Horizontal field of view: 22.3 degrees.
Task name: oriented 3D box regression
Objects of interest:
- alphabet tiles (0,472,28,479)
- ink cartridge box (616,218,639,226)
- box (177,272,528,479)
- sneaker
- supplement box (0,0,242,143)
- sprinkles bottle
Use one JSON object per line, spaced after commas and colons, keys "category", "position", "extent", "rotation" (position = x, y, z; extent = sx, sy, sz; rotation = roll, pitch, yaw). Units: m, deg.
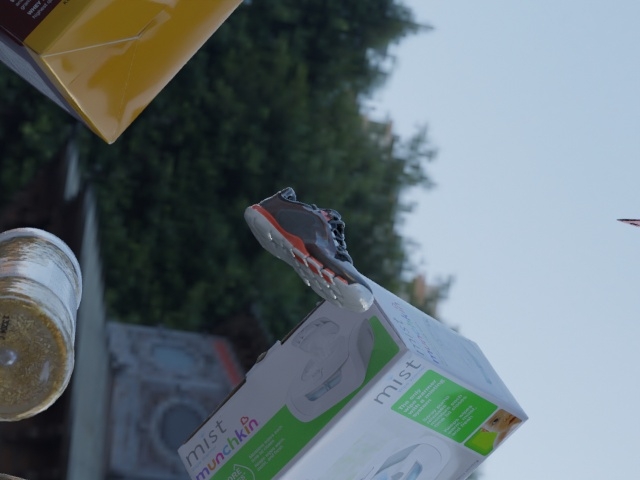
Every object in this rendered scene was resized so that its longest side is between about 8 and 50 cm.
{"category": "alphabet tiles", "position": [-0.418, 0.345, 1.869], "extent": [0.009, 0.198, 0.237], "rotation": [-87, -162, -55]}
{"category": "ink cartridge box", "position": [0.360, -0.003, 1.624], "extent": [0.115, 0.063, 0.029], "rotation": [3, -95, 31]}
{"category": "box", "position": [0.033, 0.190, 1.627], "extent": [0.262, 0.231, 0.127], "rotation": [-45, -131, 12]}
{"category": "sneaker", "position": [0.000, 0.000, 1.415], "extent": [0.158, 0.065, 0.061], "rotation": [40, -17, 33]}
{"category": "supplement box", "position": [-0.176, -0.216, 1.181], "extent": [0.194, 0.129, 0.191], "rotation": [36, -101, 27]}
{"category": "sprinkles bottle", "position": [-0.298, 0.074, 1.596], "extent": [0.355, 0.121, 0.121], "rotation": [-127, -131, -77]}
